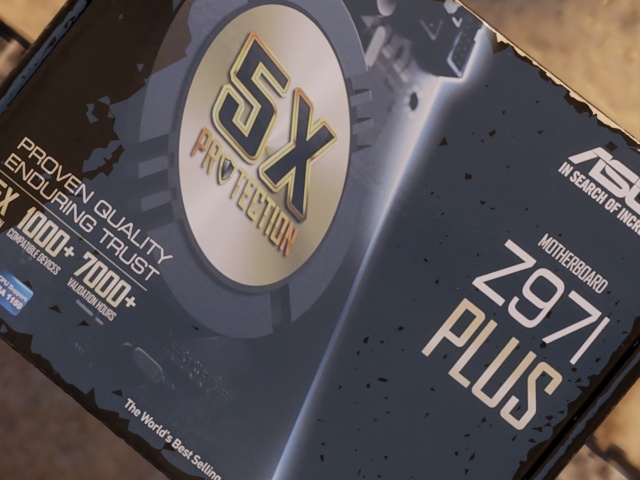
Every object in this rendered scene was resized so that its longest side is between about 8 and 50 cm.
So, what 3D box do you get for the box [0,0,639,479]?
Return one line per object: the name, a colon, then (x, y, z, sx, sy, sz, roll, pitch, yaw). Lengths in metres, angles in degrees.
box: (0.000, 0.000, 0.485, 0.180, 0.077, 0.147, 40, 91, 6)
